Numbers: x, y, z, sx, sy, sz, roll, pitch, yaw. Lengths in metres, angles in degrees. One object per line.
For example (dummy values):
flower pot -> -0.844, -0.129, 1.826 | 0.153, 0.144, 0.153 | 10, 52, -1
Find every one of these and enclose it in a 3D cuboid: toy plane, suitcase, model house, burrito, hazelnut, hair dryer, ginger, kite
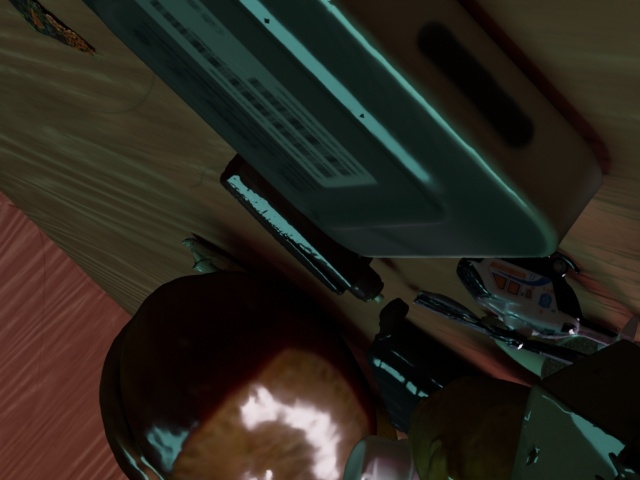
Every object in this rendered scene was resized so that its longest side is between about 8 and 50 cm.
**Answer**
toy plane -> 0.175, 0.055, 0.927 | 0.197, 0.078, 0.053 | 26, 163, 0
suitcase -> 0.160, 0.214, 1.470 | 0.206, 0.066, 0.285 | 34, 165, 22
model house -> 0.233, 0.130, 0.710 | 0.211, 0.204, 0.243 | 32, 173, 31
burrito -> -0.148, 0.039, 1.794 | 0.171, 0.042, 0.051 | 21, 156, 45
hazelnut -> -0.121, 0.234, 1.675 | 0.359, 0.359, 0.409 | 18, 142, 57
hair dryer -> 0.220, 0.126, 1.086 | 0.206, 0.075, 0.237 | 43, 175, -37
ginger -> 0.214, 0.244, 1.156 | 0.223, 0.200, 0.269 | -30, 74, 45
kite -> -0.340, -0.265, 1.425 | 0.222, 0.008, 0.125 | 40, 166, -1

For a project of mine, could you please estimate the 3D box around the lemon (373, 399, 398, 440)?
lemon -> 0.040, 0.322, 1.907 | 0.170, 0.170, 0.207 | 33, 165, 28

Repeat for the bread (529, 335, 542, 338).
bread -> 0.162, 0.043, 1.004 | 0.083, 0.036, 0.047 | 45, 157, -14

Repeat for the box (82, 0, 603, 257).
box -> -0.022, -0.126, 0.857 | 0.367, 0.090, 0.373 | 45, 165, -14

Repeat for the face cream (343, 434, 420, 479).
face cream -> 0.183, 0.291, 1.325 | 0.346, 0.102, 0.102 | 21, 172, -17

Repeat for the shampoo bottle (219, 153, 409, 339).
shampoo bottle -> 0.000, 0.001, 1.228 | 0.236, 0.068, 0.067 | 44, 164, -15
